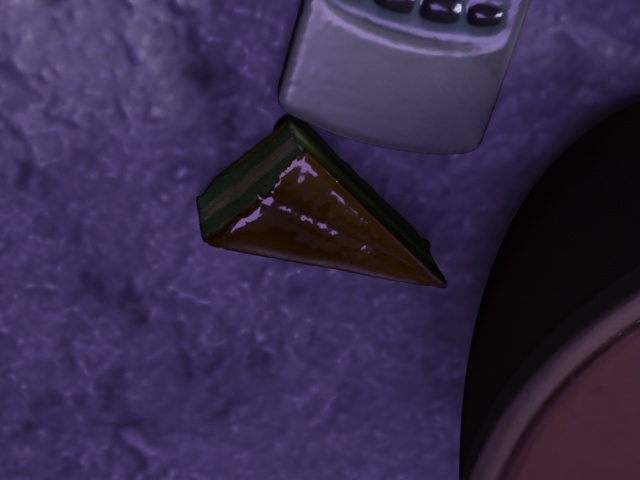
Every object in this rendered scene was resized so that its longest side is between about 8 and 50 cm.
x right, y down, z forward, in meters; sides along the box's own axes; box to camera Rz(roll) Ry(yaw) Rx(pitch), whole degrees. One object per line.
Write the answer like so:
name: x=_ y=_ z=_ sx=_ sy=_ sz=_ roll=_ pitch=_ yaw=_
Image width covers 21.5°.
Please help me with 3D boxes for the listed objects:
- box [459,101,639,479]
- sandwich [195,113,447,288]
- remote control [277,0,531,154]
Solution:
box: x=0.222 y=0.073 z=0.872 sx=0.301 sy=0.216 sz=0.301 roll=2 pitch=121 yaw=3
sandwich: x=0.000 y=0.000 z=0.920 sx=0.074 sy=0.074 sz=0.116 roll=-43 pitch=110 yaw=11
remote control: x=0.066 y=-0.181 z=0.867 sx=0.123 sy=0.038 sz=0.285 roll=14 pitch=111 yaw=-10
